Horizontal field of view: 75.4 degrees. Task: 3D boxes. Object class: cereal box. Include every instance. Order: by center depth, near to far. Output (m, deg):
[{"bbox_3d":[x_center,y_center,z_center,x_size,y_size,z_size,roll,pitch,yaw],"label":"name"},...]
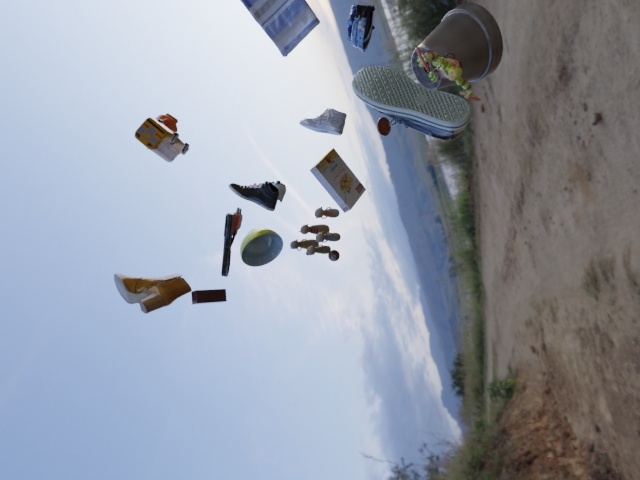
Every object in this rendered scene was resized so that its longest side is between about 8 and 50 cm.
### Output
[{"bbox_3d":[0.081,-0.260,1.790,0.240,0.047,0.173,49,-132,-13],"label":"cereal box"}]

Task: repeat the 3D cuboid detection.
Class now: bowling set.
[{"bbox_3d":[0.000,0.000,1.876,0.154,0.287,0.200,-1,-134,-36],"label":"bowling set"}]

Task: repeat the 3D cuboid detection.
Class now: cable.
[{"bbox_3d":[-0.358,0.004,1.683,0.139,0.072,0.288,145,128,-76],"label":"cable"}]

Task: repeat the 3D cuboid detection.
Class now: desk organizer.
[{"bbox_3d":[-0.436,0.220,1.623,0.130,0.047,0.050,3,-104,-41],"label":"desk organizer"}]

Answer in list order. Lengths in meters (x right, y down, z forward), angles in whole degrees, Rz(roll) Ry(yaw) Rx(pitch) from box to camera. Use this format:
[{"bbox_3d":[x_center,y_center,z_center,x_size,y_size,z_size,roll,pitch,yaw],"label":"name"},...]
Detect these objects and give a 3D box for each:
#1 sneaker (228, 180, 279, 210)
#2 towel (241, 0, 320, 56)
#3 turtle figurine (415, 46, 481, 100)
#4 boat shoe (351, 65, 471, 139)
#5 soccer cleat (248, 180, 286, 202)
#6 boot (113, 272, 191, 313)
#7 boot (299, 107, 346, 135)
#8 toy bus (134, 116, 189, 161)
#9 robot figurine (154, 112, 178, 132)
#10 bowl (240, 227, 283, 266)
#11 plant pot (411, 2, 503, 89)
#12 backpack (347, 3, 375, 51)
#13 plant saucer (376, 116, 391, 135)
[{"bbox_3d":[-0.365,-0.293,2.352,0.295,0.147,0.105,25,-156,-13],"label":"sneaker"},{"bbox_3d":[-0.162,-0.921,1.665,0.285,0.209,0.034,48,-158,-19],"label":"towel"},{"bbox_3d":[0.373,-0.532,1.266,0.269,0.087,0.217,24,-157,-22],"label":"turtle figurine"},{"bbox_3d":[0.336,-0.525,1.602,0.500,0.187,0.156,30,170,21],"label":"boat shoe"},{"bbox_3d":[-0.360,-0.282,2.590,0.116,0.331,0.143,33,-120,-48],"label":"soccer cleat"},{"bbox_3d":[-0.685,0.183,1.696,0.211,0.295,0.104,-29,-46,-43],"label":"boot"},{"bbox_3d":[0.018,-0.648,2.219,0.095,0.258,0.124,20,-92,-70],"label":"boot"},{"bbox_3d":[-0.697,-0.441,1.853,0.108,0.130,0.332,39,177,-2],"label":"toy bus"},{"bbox_3d":[-0.837,-0.570,2.162,0.219,0.158,0.128,-62,-40,-33],"label":"robot figurine"},{"bbox_3d":[-0.405,0.015,2.700,0.156,0.289,0.289,54,-176,37],"label":"bowl"},{"bbox_3d":[0.559,-0.804,1.790,0.323,0.280,0.323,54,167,18],"label":"plant pot"},{"bbox_3d":[0.182,-0.975,1.920,0.158,0.116,0.173,66,-144,-76],"label":"backpack"},{"bbox_3d":[0.284,-0.513,1.866,0.083,0.013,0.084,-4,-83,-37],"label":"plant saucer"}]
